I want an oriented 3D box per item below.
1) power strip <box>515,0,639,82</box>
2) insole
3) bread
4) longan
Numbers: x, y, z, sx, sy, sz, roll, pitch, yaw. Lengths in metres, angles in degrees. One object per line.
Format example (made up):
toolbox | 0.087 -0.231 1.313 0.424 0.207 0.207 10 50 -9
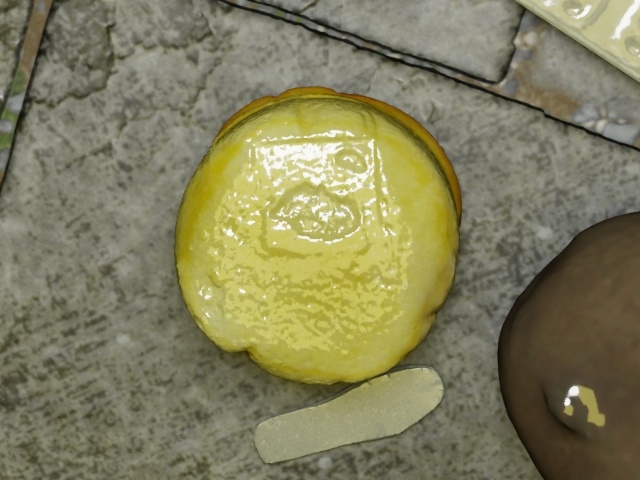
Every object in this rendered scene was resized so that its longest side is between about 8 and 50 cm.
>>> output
power strip | 0.225 -0.236 1.367 0.257 0.070 0.105 32 102 -1
insole | 0.028 0.168 1.493 0.192 0.010 0.063 -19 98 9
bread | 0.000 0.000 1.394 0.270 0.148 0.269 0 101 0
longan | 0.297 0.117 1.327 0.297 0.297 0.297 1 101 4
